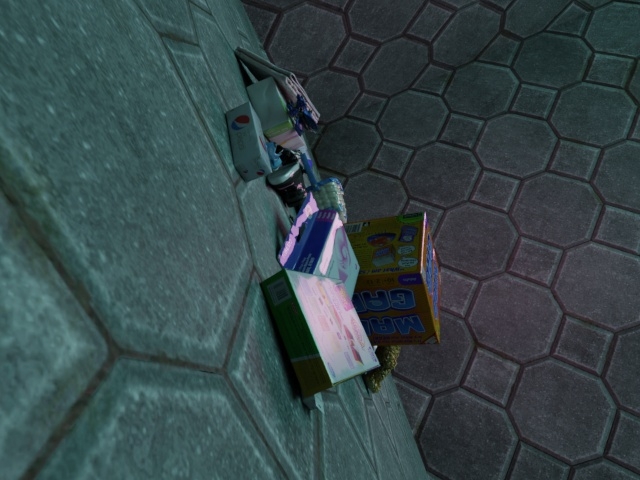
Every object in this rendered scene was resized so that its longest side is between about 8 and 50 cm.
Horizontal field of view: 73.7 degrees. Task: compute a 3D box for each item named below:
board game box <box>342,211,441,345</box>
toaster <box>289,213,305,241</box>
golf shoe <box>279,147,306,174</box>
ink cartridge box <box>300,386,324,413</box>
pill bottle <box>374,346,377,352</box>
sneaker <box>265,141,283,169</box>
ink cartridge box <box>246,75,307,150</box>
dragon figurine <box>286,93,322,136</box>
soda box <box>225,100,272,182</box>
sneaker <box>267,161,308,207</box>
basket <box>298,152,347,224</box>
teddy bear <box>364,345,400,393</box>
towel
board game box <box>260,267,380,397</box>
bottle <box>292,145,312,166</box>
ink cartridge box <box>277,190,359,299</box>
[{"bbox_3d":[0.255,0.154,1.652,0.356,0.356,0.356,-70,145,-49],"label":"board game box"},{"bbox_3d":[-0.015,0.002,1.500,0.186,0.110,0.168,58,11,-57],"label":"toaster"},{"bbox_3d":[-0.120,-0.357,1.837,0.198,0.077,0.094,41,39,-59],"label":"golf shoe"},{"bbox_3d":[-0.019,0.304,0.852,0.083,0.028,0.048,-105,169,-47],"label":"ink cartridge box"},{"bbox_3d":[0.236,0.504,2.036,0.160,0.087,0.087,-103,169,-49],"label":"pill bottle"},{"bbox_3d":[-0.154,-0.289,1.454,0.162,0.073,0.064,38,32,-79],"label":"sneaker"},{"bbox_3d":[-0.171,-0.496,1.782,0.353,0.119,0.207,31,37,-78],"label":"ink cartridge box"},{"bbox_3d":[-0.064,-0.470,1.679,0.289,0.085,0.144,58,14,-53],"label":"dragon figurine"},{"bbox_3d":[-0.185,-0.255,1.089,0.069,0.073,0.216,60,11,-53],"label":"soda box"},{"bbox_3d":[-0.097,-0.178,1.438,0.296,0.104,0.147,-76,149,-75],"label":"sneaker"},{"bbox_3d":[-0.008,-0.194,1.770,0.255,0.201,0.289,55,17,-69],"label":"basket"},{"bbox_3d":[0.281,0.474,1.772,0.245,0.113,0.338,80,34,-67],"label":"teddy bear"},{"bbox_3d":[-0.171,-0.652,1.796,0.317,0.053,0.332,37,0,26],"label":"towel"},{"bbox_3d":[0.014,0.195,0.948,0.316,0.064,0.242,22,41,-64],"label":"board game box"},{"bbox_3d":[-0.134,-0.454,1.997,0.118,0.092,0.283,-9,75,-49],"label":"bottle"},{"bbox_3d":[0.014,0.068,1.253,0.324,0.071,0.330,-69,143,-48],"label":"ink cartridge box"}]
